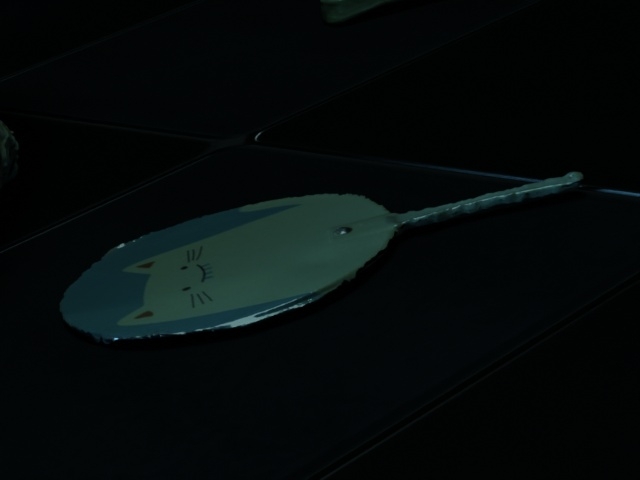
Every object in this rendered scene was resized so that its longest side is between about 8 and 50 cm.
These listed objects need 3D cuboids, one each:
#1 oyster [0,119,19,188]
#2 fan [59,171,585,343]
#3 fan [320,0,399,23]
[{"bbox_3d":[-0.158,-0.013,0.677,0.100,0.037,0.098,-40,7,-12],"label":"oyster"},{"bbox_3d":[0.000,0.000,0.560,0.175,0.005,0.113,-14,19,3],"label":"fan"},{"bbox_3d":[0.093,-0.140,0.865,0.193,0.016,0.038,-14,18,-1],"label":"fan"}]
